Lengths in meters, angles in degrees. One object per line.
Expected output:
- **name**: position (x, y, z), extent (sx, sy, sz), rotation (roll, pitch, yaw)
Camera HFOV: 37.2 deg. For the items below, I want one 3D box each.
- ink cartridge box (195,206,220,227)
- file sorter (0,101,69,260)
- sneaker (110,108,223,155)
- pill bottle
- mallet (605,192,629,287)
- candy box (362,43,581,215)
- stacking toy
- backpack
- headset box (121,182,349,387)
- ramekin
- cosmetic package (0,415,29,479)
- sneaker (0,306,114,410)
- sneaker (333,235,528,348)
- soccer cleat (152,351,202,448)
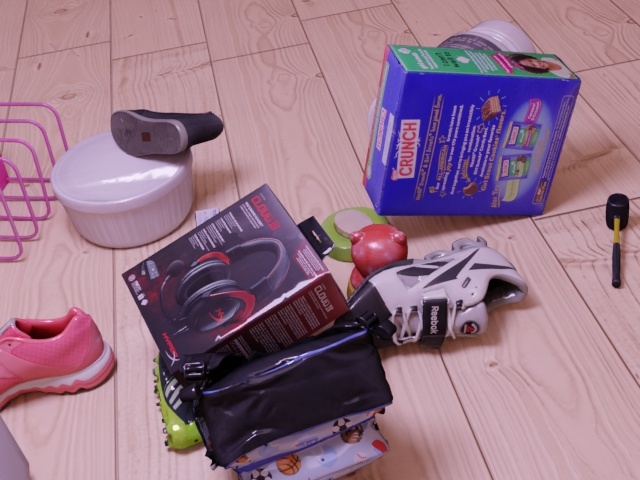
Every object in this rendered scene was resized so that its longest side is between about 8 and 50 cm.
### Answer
- **ink cartridge box**: position (-0.178, 0.041, 1.615), extent (0.046, 0.097, 0.207), rotation (-11, 37, -3)
- **file sorter**: position (-0.620, -0.119, 1.831), extent (0.182, 0.202, 0.291), rotation (1, 38, 10)
- **sneaker**: position (-0.291, -0.206, 1.788), extent (0.222, 0.083, 0.118), rotation (15, 23, 38)
- **pill bottle**: position (0.270, -0.285, 1.868), extent (0.204, 0.204, 0.361), rotation (20, 46, 32)
- **mallet**: position (0.493, 0.009, 1.582), extent (0.039, 0.062, 0.190), rotation (2, 53, 16)
- **candy box**: position (0.250, -0.183, 1.628), extent (0.317, 0.268, 0.122), rotation (-1, 32, -17)
- **stacking toy**: position (0.000, 0.000, 1.607), extent (0.308, 0.130, 0.279), rotation (-7, 37, 2)
- **backpack**: position (-0.040, 0.220, 1.238), extent (0.276, 0.213, 0.263), rotation (-14, -2, -12)
- **headset box**: position (-0.115, 0.067, 1.406), extent (0.293, 0.110, 0.218), rotation (-32, 50, -4)
- **ramekin**: position (-0.367, -0.098, 1.813), extent (0.272, 0.127, 0.273), rotation (-5, 36, 4)
- **cosmetic package**: position (-0.465, 0.350, 1.139), extent (0.197, 0.155, 0.365), rotation (-25, 25, -10)
- **sneaker**: position (-0.486, 0.178, 1.465), extent (0.313, 0.136, 0.116), rotation (-16, 36, -9)
- **sneaker**: position (0.175, 0.099, 1.445), extent (0.330, 0.122, 0.146), rotation (-25, 42, -24)
- **soccer cleat**: position (-0.207, 0.233, 1.408), extent (0.072, 0.060, 0.179), rotation (-8, 42, -15)
